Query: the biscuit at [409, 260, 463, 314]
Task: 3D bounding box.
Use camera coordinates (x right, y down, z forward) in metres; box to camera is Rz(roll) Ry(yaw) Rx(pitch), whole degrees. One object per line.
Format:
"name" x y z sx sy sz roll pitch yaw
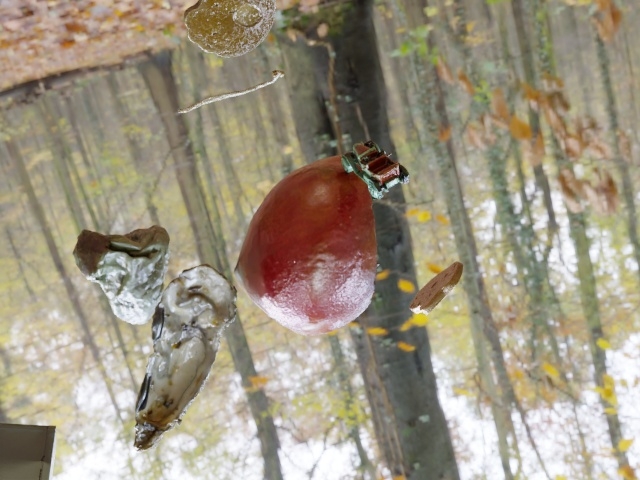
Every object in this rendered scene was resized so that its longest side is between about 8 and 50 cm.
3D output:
"biscuit" 0.224 0.103 1.643 0.140 0.023 0.118 -40 -169 44

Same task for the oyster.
"oyster" -0.246 0.199 1.427 0.128 0.345 0.078 19 -173 -23

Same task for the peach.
"peach" 0.000 0.000 1.575 0.338 0.281 0.281 -57 -162 0

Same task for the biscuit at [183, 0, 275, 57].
"biscuit" -0.195 -0.504 1.865 0.208 0.181 0.049 -49 -143 20

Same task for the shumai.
"shumai" -0.486 0.073 2.024 0.221 0.261 0.225 4 -141 -20

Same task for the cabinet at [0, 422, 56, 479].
"cabinet" -0.437 0.307 1.027 0.206 0.145 0.150 6 155 -15

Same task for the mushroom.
"mushroom" -0.208 -0.340 1.955 0.286 0.028 0.026 -17 -153 23

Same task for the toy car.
"toy car" 0.091 -0.128 1.439 0.073 0.054 0.143 -29 -141 -9
